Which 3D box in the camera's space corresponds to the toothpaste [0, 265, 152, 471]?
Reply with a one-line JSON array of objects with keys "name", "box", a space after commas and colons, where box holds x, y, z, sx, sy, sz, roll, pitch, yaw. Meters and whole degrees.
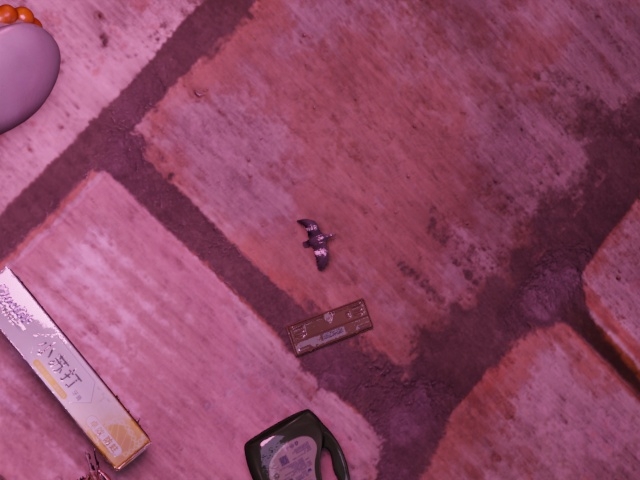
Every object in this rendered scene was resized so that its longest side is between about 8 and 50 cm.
[{"name": "toothpaste", "box": [-0.353, 0.173, 1.542, 0.071, 0.089, 0.313, -39, 96, -10]}]

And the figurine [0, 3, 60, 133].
[{"name": "figurine", "box": [-0.546, -0.253, 1.508, 0.381, 0.224, 0.205, 19, 92, 13]}]

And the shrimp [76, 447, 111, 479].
[{"name": "shrimp", "box": [-0.305, 0.375, 1.535, 0.074, 0.073, 0.190, 1, 101, 5]}]

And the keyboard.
[{"name": "keyboard", "box": [0.014, 0.130, 1.687, 0.129, 0.015, 0.049, -20, 95, -17]}]

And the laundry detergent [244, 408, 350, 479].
[{"name": "laundry detergent", "box": [-0.014, 0.361, 1.631, 0.137, 0.063, 0.211, -29, 93, -23]}]

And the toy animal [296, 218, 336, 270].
[{"name": "toy animal", "box": [0.000, 0.000, 1.687, 0.050, 0.028, 0.084, -25, 89, -15]}]
